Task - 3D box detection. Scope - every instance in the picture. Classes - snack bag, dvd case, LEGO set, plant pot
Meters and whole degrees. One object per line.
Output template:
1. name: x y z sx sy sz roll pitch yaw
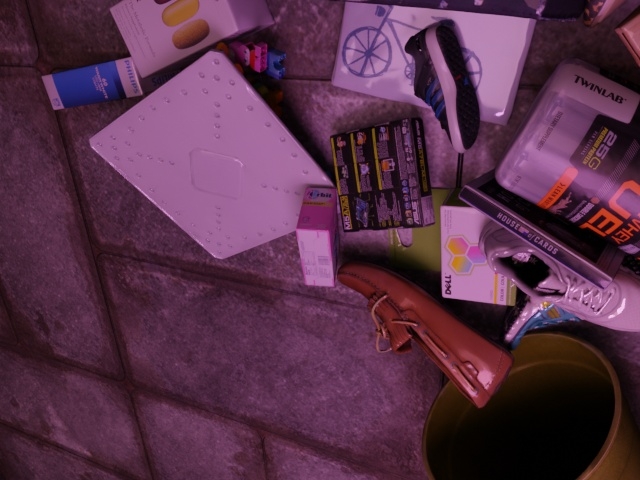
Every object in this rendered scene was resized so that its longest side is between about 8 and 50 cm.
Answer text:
1. snack bag: 0.182 -0.379 0.841 0.323 0.037 0.342 18 123 17
2. dvd case: 0.350 -0.032 0.820 0.239 0.179 0.029 38 126 20
3. LEGO set: -0.128 -0.293 1.011 0.093 0.087 0.227 29 140 18
4. plant pot: 0.437 0.422 0.971 0.366 0.366 0.353 -28 112 35

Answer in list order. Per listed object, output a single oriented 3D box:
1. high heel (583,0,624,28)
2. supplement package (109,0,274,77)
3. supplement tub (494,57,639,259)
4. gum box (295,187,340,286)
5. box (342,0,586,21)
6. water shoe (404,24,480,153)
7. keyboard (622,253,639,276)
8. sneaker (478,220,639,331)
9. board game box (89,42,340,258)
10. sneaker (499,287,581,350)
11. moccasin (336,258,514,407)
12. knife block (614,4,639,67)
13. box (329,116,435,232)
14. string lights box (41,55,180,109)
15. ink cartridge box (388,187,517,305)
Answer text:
1. high heel: 0.374 -0.440 0.704 0.186 0.093 0.261 46 143 26
2. supplement package: -0.234 -0.413 0.974 0.244 0.134 0.139 -12 110 31
3. supplement tub: 0.444 -0.096 0.751 0.338 0.207 0.207 30 125 10
4. gum box: 0.000 0.000 1.048 0.062 0.107 0.188 4 141 9
5. box: 0.094 -0.523 0.596 0.472 0.297 0.479 17 119 26
6. water shoe: 0.197 -0.239 0.857 0.080 0.073 0.203 1 115 50
7. keyboard: 0.501 0.030 0.903 0.108 0.023 0.180 -29 99 35
8. sneaker: 0.379 0.067 0.810 0.292 0.118 0.110 25 112 8
9. board game box: -0.200 -0.147 1.069 0.390 0.050 0.390 -20 128 34
10. sneaker: 0.411 0.116 0.941 0.110 0.107 0.275 30 130 3
11. moccasin: 0.177 0.171 1.032 0.380 0.147 0.139 38 171 19
12. knife block: 0.507 -0.316 0.589 0.088 0.276 0.242 51 156 -5
13. box: 0.108 -0.113 0.962 0.184 0.045 0.190 -4 97 45
14. string lights box: -0.436 -0.338 1.118 0.260 0.133 0.076 -1 114 27
15. ink cartridge box: 0.235 0.005 0.980 0.255 0.097 0.188 5 117 24
